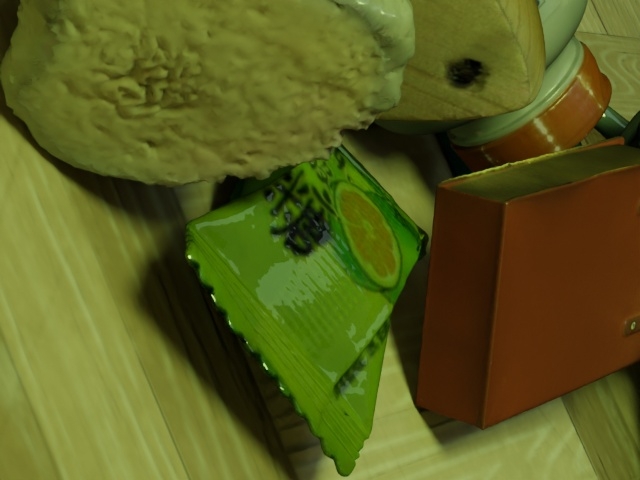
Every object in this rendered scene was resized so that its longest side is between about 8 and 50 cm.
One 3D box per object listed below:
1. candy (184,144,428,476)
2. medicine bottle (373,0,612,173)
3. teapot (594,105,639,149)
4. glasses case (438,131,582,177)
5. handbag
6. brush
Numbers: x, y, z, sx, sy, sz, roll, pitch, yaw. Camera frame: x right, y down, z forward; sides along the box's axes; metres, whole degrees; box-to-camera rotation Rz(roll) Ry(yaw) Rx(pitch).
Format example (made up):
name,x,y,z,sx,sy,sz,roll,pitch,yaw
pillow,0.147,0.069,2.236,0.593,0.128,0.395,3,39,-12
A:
name,x,y,z,sx,sy,sz,roll,pitch,yaw
candy,0.000,0.000,0.946,0.149,0.069,0.246,50,28,-18
medicine bottle,0.047,-0.167,1.086,0.288,0.157,0.157,50,29,-22
teapot,0.247,-0.031,1.174,0.149,0.162,0.239,38,0,-35
glasses case,0.132,-0.060,1.237,0.117,0.070,0.301,-7,70,-62
handbag,0.131,0.018,1.065,0.190,0.063,0.127,-16,116,-48
brush,-0.004,-0.105,0.878,0.267,0.174,0.166,22,39,-20
